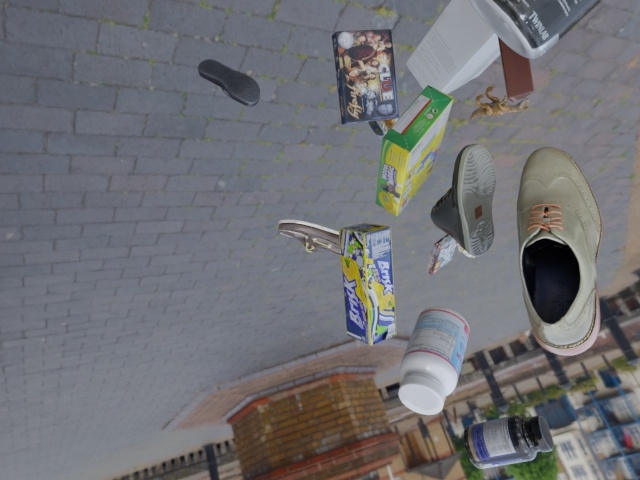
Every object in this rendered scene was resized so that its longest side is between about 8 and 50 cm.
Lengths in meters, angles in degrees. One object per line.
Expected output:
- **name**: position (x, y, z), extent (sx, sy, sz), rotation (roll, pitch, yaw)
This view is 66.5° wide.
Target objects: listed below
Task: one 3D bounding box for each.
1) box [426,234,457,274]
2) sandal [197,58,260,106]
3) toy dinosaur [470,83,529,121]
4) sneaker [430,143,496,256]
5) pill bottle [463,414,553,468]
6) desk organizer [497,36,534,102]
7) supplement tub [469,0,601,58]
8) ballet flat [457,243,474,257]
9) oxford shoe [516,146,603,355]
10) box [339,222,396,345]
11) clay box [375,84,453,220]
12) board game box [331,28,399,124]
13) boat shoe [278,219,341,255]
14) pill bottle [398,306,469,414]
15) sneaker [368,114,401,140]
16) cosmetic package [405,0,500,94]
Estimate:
- **box**: position (0.375, 0.037, 1.495), extent (0.094, 0.027, 0.137), rotation (-34, 149, -25)
- **sandal**: position (-0.289, -0.508, 1.586), extent (0.097, 0.255, 0.054), rotation (-42, 157, -24)
- **toy dinosaur**: position (0.485, -0.380, 1.406), extent (0.212, 0.064, 0.112), rotation (6, 145, 53)
- **sneaker**: position (0.248, -0.081, 0.895), extent (0.083, 0.118, 0.221), rotation (-26, 125, -19)
- **pill bottle**: position (0.534, 0.569, 1.391), extent (0.219, 0.122, 0.123), rotation (-26, 155, 29)
- **desk organizer**: position (0.393, -0.348, 0.972), extent (0.050, 0.130, 0.047), rotation (-9, -179, 33)
- **supplement tub**: position (0.414, -0.478, 0.798), extent (0.316, 0.193, 0.194), rotation (-43, 148, 20)
- **ballet flat**: position (0.503, -0.014, 1.682), extent (0.241, 0.091, 0.077), rotation (41, 163, -31)
- **oxford shoe**: position (0.410, -0.014, 0.844), extent (0.141, 0.396, 0.146), rotation (-12, 150, 29)
- **box**: position (0.070, 0.062, 0.717), extent (0.054, 0.168, 0.059), rotation (-13, -165, -34)
- **clay box**: position (0.150, -0.134, 0.819), extent (0.127, 0.053, 0.222), rotation (-50, 163, -19)
- **board game box**: position (0.128, -0.456, 1.364), extent (0.165, 0.242, 0.042), rotation (-10, -170, -16)
- **boat shoe**: position (0.000, 0.000, 1.749), extent (0.325, 0.096, 0.116), rotation (13, 172, -5)
- **pill bottle**: position (0.174, 0.184, 0.757), extent (0.087, 0.087, 0.160), rotation (-44, -173, 43)
- **sneaker**: position (0.272, -0.326, 1.627), extent (0.112, 0.296, 0.131), rotation (-25, 177, 36)
- **cosmetic package**: position (0.422, -0.567, 1.324), extent (0.217, 0.156, 0.385), rotation (-32, 175, -21)
